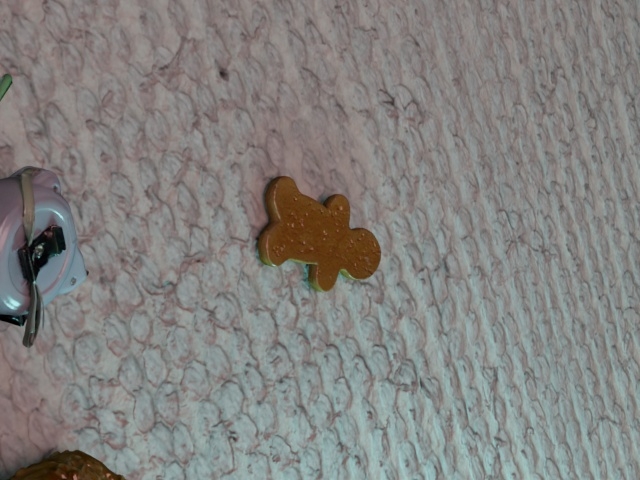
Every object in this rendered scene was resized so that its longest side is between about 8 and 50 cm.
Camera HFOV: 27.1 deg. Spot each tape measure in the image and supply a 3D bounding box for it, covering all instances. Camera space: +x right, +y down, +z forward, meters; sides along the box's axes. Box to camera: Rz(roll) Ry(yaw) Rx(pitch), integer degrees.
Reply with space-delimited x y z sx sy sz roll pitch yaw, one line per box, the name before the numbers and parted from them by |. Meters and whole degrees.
tape measure | -0.381 0.015 1.698 0.178 0.105 0.196 -49 143 -40

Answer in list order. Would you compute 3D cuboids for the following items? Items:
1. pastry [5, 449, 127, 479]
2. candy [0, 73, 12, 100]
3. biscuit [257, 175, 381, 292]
pastry | -0.349 0.418 1.721 0.311 0.162 0.255 -46 122 -33
candy | -0.471 -0.089 1.684 0.093 0.092 0.335 35 56 -20
biscuit | -0.001 0.000 2.154 0.250 0.036 0.165 20 76 -39
